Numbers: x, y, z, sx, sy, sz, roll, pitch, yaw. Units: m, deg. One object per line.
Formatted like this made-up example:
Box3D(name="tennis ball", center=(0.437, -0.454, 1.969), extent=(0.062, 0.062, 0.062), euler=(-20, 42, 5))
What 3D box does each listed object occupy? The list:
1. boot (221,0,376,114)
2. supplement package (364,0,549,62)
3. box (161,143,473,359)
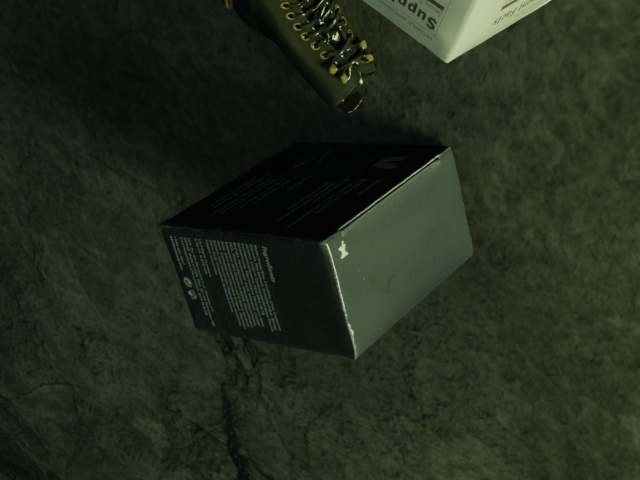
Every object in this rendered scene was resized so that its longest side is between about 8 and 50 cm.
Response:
Box3D(name="boot", center=(-0.005, -0.160, 0.703), extent=(0.137, 0.077, 0.198), euler=(49, 177, -1))
Box3D(name="supplement package", center=(0.092, -0.241, 0.547), extent=(0.139, 0.134, 0.244), euler=(40, 136, 16))
Box3D(name="box", center=(0.000, 0.000, 0.774), extent=(0.158, 0.156, 0.093), euler=(5, 120, 41))
